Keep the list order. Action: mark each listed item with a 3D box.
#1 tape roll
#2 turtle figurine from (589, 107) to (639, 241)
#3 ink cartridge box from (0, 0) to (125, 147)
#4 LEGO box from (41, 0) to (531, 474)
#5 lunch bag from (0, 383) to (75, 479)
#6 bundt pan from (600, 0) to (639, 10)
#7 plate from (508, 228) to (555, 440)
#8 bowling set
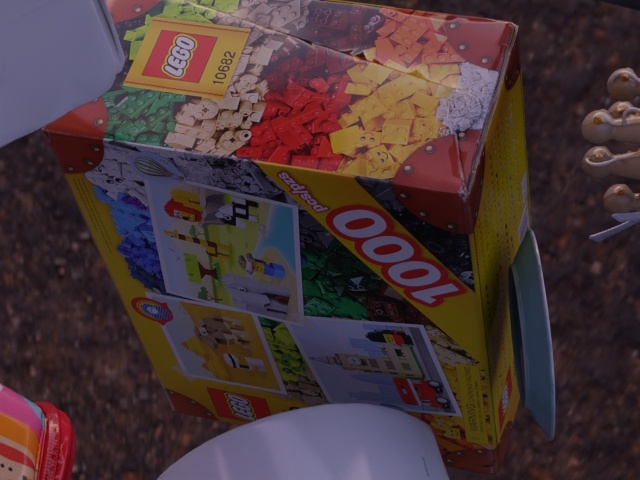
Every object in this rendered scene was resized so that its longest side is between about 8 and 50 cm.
[{"bbox_3d":[-0.017,0.264,1.455,0.286,0.286,0.100,-10,55,-13],"label":"tape roll"},{"bbox_3d":[0.506,-0.047,2.052,0.266,0.198,0.274,23,61,4],"label":"turtle figurine"},{"bbox_3d":[-0.353,-0.194,1.134,0.279,0.160,0.385,-31,42,-16],"label":"ink cartridge box"},{"bbox_3d":[0.000,0.000,1.509,0.372,0.500,0.193,9,58,16],"label":"LEGO box"},{"bbox_3d":[-0.246,0.179,0.774,0.120,0.293,0.258,31,44,-29],"label":"lunch bag"},{"bbox_3d":[0.157,-0.266,0.769,0.124,0.331,0.331,4,59,-3],"label":"bundt pan"},{"bbox_3d":[0.184,0.084,1.392,0.024,0.188,0.188,-5,60,2],"label":"plate"},{"bbox_3d":[0.404,-0.155,1.957,0.154,0.287,0.200,2,65,10],"label":"bowling set"}]
